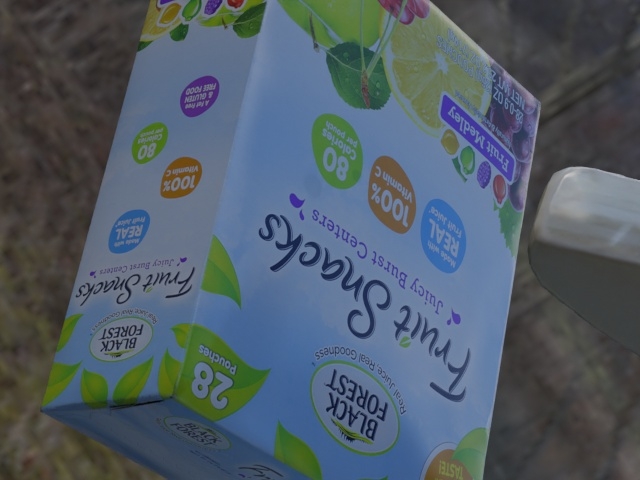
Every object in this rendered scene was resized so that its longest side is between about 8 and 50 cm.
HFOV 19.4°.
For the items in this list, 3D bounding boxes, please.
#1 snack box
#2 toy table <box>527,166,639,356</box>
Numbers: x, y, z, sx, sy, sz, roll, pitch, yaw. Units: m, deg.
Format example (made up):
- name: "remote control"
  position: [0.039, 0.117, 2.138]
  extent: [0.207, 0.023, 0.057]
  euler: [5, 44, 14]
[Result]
- name: "snack box"
  position: [0.000, 0.000, 0.704]
  extent: [0.174, 0.070, 0.207]
  euler: [35, 58, -42]
- name: "toy table"
  position: [0.182, 0.053, 0.533]
  extent: [0.161, 0.252, 0.274]
  euler: [83, 12, -60]
